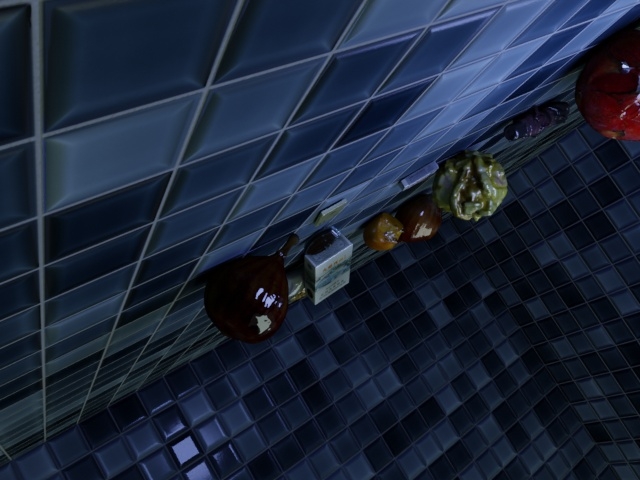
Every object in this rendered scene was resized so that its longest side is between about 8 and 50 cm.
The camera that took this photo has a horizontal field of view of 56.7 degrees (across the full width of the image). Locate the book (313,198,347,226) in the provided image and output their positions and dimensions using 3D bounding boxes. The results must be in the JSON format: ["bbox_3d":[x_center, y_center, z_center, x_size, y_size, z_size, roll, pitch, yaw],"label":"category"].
[{"bbox_3d":[0.025,-0.073,1.554,0.077,0.014,0.111,-31,173,-17],"label":"book"}]

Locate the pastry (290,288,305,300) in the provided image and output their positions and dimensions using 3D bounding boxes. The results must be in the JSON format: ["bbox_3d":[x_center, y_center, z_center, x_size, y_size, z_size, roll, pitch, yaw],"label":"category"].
[{"bbox_3d":[-0.058,0.157,2.350,0.250,0.102,0.154,-32,174,-8],"label":"pastry"}]

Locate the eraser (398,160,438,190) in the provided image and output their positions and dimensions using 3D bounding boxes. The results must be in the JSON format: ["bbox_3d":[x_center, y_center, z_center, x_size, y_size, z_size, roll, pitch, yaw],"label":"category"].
[{"bbox_3d":[0.292,-0.192,1.771,0.122,0.029,0.052,-31,172,-6],"label":"eraser"}]

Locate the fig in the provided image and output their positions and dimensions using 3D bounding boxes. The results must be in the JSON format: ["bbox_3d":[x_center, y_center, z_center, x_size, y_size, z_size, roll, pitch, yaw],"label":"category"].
[{"bbox_3d":[-0.152,0.092,1.483,0.320,0.217,0.217,-59,-173,-29],"label":"fig"}]

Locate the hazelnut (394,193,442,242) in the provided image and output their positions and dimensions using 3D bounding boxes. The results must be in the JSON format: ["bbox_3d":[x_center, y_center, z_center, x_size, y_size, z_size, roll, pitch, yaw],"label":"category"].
[{"bbox_3d":[0.385,-0.090,2.330,0.181,0.180,0.212,-2,-170,35],"label":"hazelnut"}]

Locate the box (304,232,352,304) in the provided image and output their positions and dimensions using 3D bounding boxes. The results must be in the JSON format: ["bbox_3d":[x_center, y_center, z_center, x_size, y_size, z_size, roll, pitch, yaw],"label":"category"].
[{"bbox_3d":[0.026,0.105,2.117,0.164,0.069,0.256,-32,151,-21],"label":"box"}]

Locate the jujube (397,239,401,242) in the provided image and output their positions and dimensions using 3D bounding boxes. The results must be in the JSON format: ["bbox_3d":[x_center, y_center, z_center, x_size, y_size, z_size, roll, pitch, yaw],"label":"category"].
[{"bbox_3d":[0.323,-0.030,2.615,0.112,0.109,0.176,8,161,-17],"label":"jujube"}]

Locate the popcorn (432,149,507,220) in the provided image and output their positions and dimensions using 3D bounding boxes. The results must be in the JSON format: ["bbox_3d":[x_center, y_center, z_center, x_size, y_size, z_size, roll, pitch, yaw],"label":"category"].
[{"bbox_3d":[0.480,-0.181,1.898,0.259,0.212,0.259,1,-164,0],"label":"popcorn"}]

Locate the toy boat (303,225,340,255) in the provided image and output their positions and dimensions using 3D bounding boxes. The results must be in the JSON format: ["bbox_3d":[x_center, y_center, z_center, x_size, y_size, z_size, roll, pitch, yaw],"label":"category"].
[{"bbox_3d":[0.000,0.000,1.788,0.140,0.059,0.066,-37,-163,27],"label":"toy boat"}]

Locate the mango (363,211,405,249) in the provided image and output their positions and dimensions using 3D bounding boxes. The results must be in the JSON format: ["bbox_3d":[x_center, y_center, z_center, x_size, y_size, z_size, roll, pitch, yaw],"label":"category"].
[{"bbox_3d":[0.233,-0.031,2.217,0.154,0.126,0.252,-44,180,-2],"label":"mango"}]

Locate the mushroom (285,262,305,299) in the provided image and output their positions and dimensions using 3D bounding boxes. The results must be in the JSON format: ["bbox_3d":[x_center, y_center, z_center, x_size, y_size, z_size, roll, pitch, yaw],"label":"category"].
[{"bbox_3d":[-0.069,0.134,2.205,0.351,0.097,0.109,-32,170,-16],"label":"mushroom"}]

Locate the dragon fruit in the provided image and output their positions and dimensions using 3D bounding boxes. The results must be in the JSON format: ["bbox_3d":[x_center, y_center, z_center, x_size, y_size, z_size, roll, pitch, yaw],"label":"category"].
[{"bbox_3d":[0.830,-0.398,1.550,0.296,0.295,0.301,-32,-177,2],"label":"dragon fruit"}]

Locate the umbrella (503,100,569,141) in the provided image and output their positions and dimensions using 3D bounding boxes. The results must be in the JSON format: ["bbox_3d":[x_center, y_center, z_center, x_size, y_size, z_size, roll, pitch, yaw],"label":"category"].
[{"bbox_3d":[0.690,-0.380,1.897,0.326,0.090,0.094,-26,174,-33],"label":"umbrella"}]
